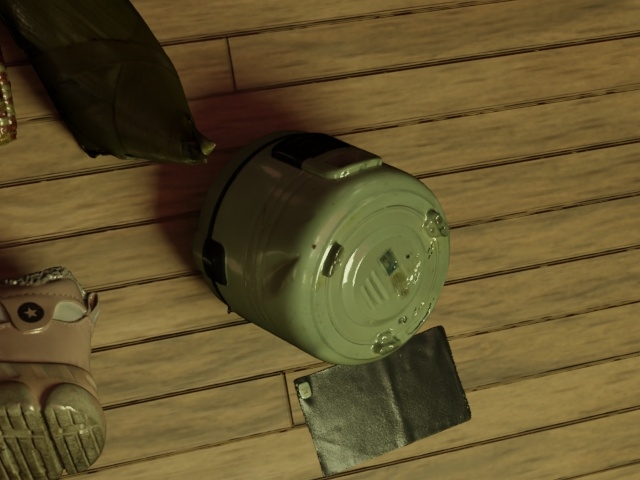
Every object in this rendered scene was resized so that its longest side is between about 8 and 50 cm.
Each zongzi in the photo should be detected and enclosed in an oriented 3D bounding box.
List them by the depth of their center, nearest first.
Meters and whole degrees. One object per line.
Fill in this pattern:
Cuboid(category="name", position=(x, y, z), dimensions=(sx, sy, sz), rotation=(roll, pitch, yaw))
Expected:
Cuboid(category="zongzi", position=(-0.217, -0.194, 1.716), dimensions=(0.123, 0.289, 0.260), rotation=(-34, 107, -13))

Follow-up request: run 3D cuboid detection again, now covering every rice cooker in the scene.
Cuboid(category="rice cooker", position=(0.000, 0.000, 1.822), dimensions=(0.226, 0.244, 0.226), rotation=(-13, 112, -34))

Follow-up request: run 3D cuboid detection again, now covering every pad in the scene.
Cuboid(category="pad", position=(0.072, 0.179, 1.965), dimensions=(0.193, 0.004, 0.116), rotation=(-19, 95, -20))

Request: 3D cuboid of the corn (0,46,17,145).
Cuboid(category="corn", position=(-0.369, -0.208, 1.788), dimensions=(0.079, 0.079, 0.237), rotation=(-18, 97, -19))

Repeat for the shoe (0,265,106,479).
Cuboid(category="shoe", position=(-0.380, 0.130, 1.732), dimensions=(0.351, 0.172, 0.198), rotation=(4, 49, -2))
